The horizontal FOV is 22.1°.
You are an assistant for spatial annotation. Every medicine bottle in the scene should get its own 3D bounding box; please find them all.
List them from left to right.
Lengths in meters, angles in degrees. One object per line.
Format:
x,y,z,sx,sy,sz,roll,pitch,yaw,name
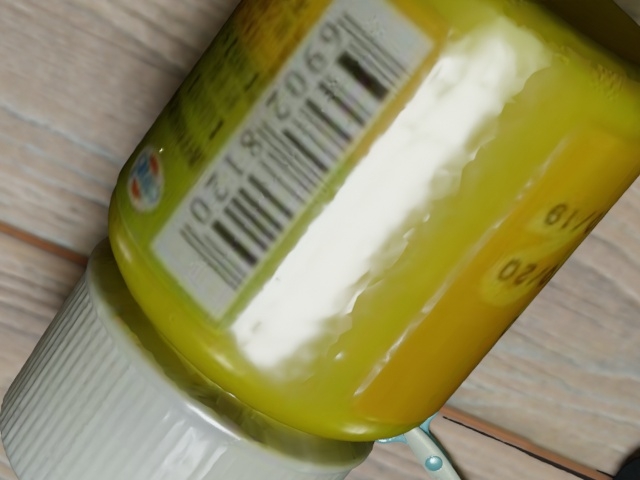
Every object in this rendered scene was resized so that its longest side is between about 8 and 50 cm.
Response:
0.000,0.000,0.901,0.224,0.224,0.384,33,110,-13,medicine bottle

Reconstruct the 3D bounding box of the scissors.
0.073,0.140,1.077,0.058,0.014,0.119,-33,106,15,scissors

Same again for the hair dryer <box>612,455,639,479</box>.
0.283,0.233,1.073,0.219,0.124,0.071,35,113,-31,hair dryer
